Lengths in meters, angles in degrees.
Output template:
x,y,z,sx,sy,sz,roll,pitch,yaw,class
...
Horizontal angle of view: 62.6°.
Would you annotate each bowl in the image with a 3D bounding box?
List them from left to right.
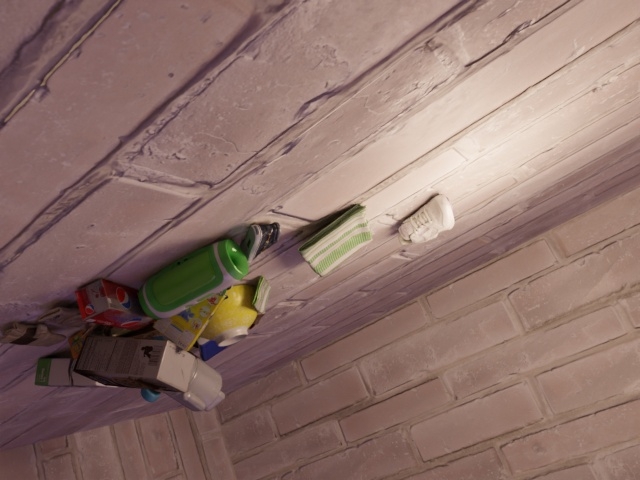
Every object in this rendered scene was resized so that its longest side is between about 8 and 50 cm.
x,y,z,sx,sy,sz,roll,pitch,yaw,class
-0.341,0.291,1.916,0.289,0.156,0.289,-21,162,-7,bowl

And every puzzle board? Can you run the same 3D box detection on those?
x,y,z,sx,sy,sz,roll,pitch,yaw,class
-0.658,0.239,1.573,0.128,0.011,0.096,-36,-172,37,puzzle board

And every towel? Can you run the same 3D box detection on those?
x,y,z,sx,sy,sz,roll,pitch,yaw,class
-0.208,0.197,1.893,0.023,0.113,0.152,11,163,7,towel
0.062,0.009,1.707,0.248,0.038,0.325,-36,161,-2,towel

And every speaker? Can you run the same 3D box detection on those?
x,y,z,sx,sy,sz,roll,pitch,yaw,class
-0.350,0.109,1.448,0.296,0.131,0.131,-27,161,14,speaker

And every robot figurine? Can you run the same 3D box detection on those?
x,y,z,sx,sy,sz,roll,pitch,yaw,class
-0.574,0.612,2.308,0.200,0.300,0.353,-41,126,0,robot figurine

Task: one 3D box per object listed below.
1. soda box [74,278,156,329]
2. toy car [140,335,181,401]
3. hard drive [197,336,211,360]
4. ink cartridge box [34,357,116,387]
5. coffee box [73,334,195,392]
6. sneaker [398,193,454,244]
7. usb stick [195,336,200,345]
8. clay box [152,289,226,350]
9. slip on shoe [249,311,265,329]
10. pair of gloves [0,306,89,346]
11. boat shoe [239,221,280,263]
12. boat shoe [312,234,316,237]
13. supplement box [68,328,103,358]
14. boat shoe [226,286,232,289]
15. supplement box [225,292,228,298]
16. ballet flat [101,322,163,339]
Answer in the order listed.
x,y,z,sx,sy,sz,roll,pitch,yaw,class
-0.560,0.183,1.466,0.083,0.092,0.263,-26,162,3,soda box
-0.601,0.474,2.080,0.219,0.210,0.238,-45,172,13,toy car
-0.427,0.419,2.271,0.210,0.040,0.319,-33,166,-21,hard drive
-0.822,0.453,1.800,0.219,0.093,0.160,-1,162,6,ink cartridge box
-0.558,0.373,1.590,0.297,0.119,0.168,-1,151,19,coffee box
0.364,-0.055,1.836,0.152,0.114,0.305,-18,161,-17,sneaker
-0.522,0.398,2.174,0.077,0.045,0.278,-31,162,-8,usb stick
-0.378,0.197,1.555,0.222,0.127,0.053,-55,177,2,clay box
-0.284,0.350,2.317,0.135,0.041,0.051,-36,157,33,slip on shoe
-0.754,0.238,1.476,0.240,0.042,0.204,-26,161,12,pair of gloves
-0.170,0.011,1.483,0.083,0.065,0.183,-11,157,-28,boat shoe
0.000,0.000,1.708,0.035,0.035,0.100,1,173,20,boat shoe
-0.713,0.342,1.753,0.078,0.080,0.233,-31,157,18,supplement box
-0.322,0.146,1.714,0.038,0.046,0.125,-14,168,-38,boat shoe
-0.335,0.145,1.631,0.056,0.083,0.083,-24,161,3,supplement box
-0.548,0.258,1.678,0.316,0.107,0.106,-24,154,0,ballet flat
